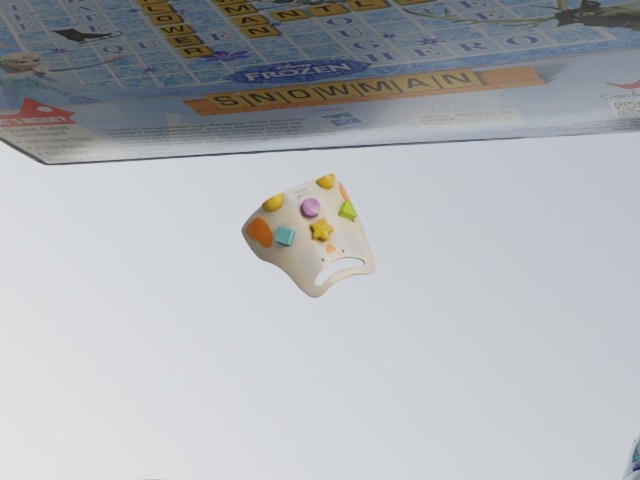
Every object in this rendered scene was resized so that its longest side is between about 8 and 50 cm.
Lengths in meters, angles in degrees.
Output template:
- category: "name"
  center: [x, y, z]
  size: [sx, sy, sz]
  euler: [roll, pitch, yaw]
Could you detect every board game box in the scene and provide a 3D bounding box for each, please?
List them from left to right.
- category: "board game box"
  center: [-0.018, -0.103, 0.286]
  size: [0.318, 0.066, 0.318]
  euler: [-2, -16, 20]

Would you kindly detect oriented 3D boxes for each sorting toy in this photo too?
- category: "sorting toy"
  center: [0.000, 0.000, 0.809]
  size: [0.075, 0.083, 0.045]
  euler: [60, -20, 18]

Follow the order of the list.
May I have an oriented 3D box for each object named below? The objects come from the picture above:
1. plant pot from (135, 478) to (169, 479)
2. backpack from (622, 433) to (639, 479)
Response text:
- category: "plant pot"
  center: [-0.137, 0.389, 0.988]
  size: [0.271, 0.271, 0.255]
  euler: [35, -70, 14]
- category: "backpack"
  center: [0.489, 0.339, 1.294]
  size: [0.355, 0.273, 0.290]
  euler: [47, -23, -11]
